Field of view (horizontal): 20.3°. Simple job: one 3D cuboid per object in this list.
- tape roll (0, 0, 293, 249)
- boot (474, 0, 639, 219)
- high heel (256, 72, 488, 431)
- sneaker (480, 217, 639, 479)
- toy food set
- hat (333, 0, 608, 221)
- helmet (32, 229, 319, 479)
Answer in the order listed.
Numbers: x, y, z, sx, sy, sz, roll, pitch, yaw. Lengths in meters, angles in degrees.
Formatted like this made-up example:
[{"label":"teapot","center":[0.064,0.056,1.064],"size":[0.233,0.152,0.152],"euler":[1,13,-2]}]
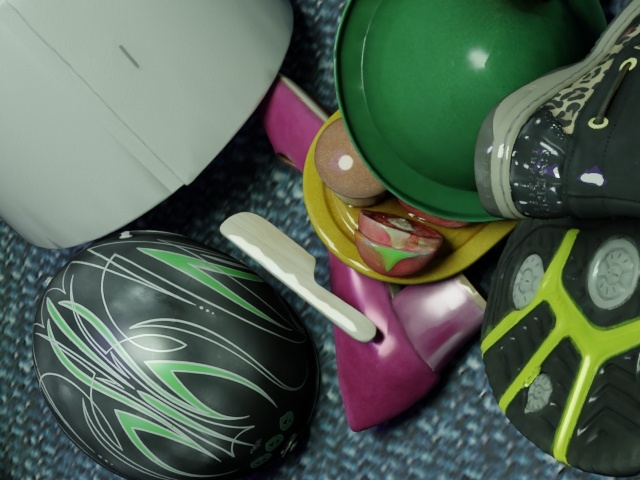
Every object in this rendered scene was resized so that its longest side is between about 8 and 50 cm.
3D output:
[{"label":"tape roll","center":[-0.163,-0.139,1.162],"size":[0.246,0.169,0.246],"euler":[-30,31,21]},{"label":"boot","center":[0.214,-0.064,0.906],"size":[0.178,0.236,0.085],"euler":[15,127,43]},{"label":"high heel","center":[0.000,0.000,1.126],"size":[0.117,0.082,0.244],"euler":[-42,70,8]},{"label":"sneaker","center":[0.227,0.076,0.913],"size":[0.384,0.147,0.145],"euler":[25,97,54]},{"label":"toy food set","center":[0.057,-0.047,1.046],"size":[0.218,0.071,0.128],"euler":[-42,75,-12]},{"label":"hat","center":[0.114,-0.094,0.935],"size":[0.183,0.208,0.173],"euler":[-174,89,-66]},{"label":"helmet","center":[-0.097,0.076,1.125],"size":[0.169,0.161,0.169],"euler":[-10,73,34]}]
